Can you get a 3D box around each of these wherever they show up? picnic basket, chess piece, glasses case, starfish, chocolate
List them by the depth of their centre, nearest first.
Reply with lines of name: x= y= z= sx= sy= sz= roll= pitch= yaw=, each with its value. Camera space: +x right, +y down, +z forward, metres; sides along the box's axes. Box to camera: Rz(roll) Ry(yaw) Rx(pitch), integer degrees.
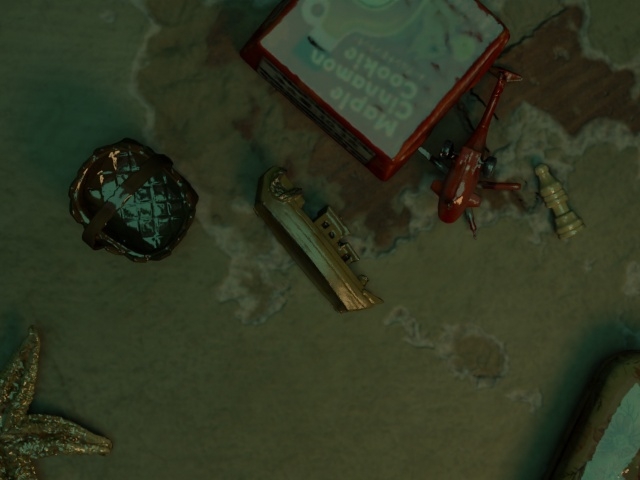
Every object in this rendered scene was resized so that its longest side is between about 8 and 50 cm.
picnic basket: x=-0.208 y=-0.042 z=1.233 sx=0.137 sy=0.178 sz=0.128 roll=38 pitch=91 yaw=-4
chocolate: x=0.067 y=-0.226 z=1.275 sx=0.237 sy=0.108 sz=0.235 roll=42 pitch=92 yaw=-5
starfish: x=-0.369 y=0.257 z=1.307 sx=0.231 sy=0.048 sz=0.295 roll=38 pitch=92 yaw=-4
glasses case: x=0.329 y=0.333 z=1.317 sx=0.156 sy=0.098 sz=0.425 roll=24 pitch=91 yaw=-6
chess piece: x=0.281 y=-0.049 z=1.331 sx=0.035 sy=0.035 sz=0.092 roll=-26 pitch=90 yaw=-1

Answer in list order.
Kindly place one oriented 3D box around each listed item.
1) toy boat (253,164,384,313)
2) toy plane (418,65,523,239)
toy boat: x=0.000 y=0.000 z=1.307 sx=0.072 sy=0.064 sz=0.206 roll=-41 pitch=96 yaw=-18
toy plane: x=0.190 y=-0.108 z=1.302 sx=0.126 sy=0.077 sz=0.194 roll=42 pitch=90 yaw=9
